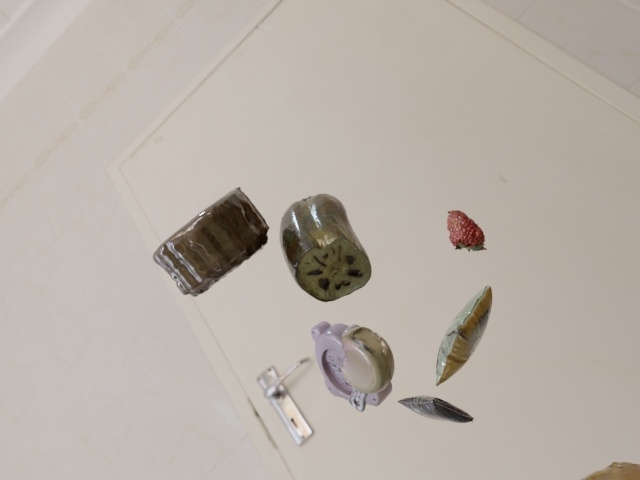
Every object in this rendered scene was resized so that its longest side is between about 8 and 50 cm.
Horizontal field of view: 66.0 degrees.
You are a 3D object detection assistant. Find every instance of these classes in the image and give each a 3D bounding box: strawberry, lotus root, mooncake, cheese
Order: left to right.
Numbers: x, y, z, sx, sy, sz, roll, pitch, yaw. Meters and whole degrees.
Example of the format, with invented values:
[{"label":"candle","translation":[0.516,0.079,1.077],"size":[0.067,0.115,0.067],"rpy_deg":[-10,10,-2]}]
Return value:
[{"label":"mooncake","translation":[-0.302,0.007,1.416],"size":[0.324,0.187,0.324],"rpy_deg":[-36,9,7]},{"label":"lotus root","translation":[0.000,0.000,1.480],"size":[0.250,0.346,0.251],"rpy_deg":[-7,-51,-9]},{"label":"cheese","translation":[0.114,0.367,1.350],"size":[0.082,0.163,0.287],"rpy_deg":[-27,-41,-39]},{"label":"strawberry","translation":[0.657,-0.056,2.203],"size":[0.174,0.228,0.098],"rpy_deg":[15,-43,-16]}]

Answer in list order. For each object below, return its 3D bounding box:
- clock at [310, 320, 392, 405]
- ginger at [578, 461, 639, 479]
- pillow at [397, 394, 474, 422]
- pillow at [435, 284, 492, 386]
[{"label":"clock","translation":[0.104,0.464,1.883],"size":[0.113,0.295,0.322],"rpy_deg":[-32,-72,-39]},{"label":"ginger","translation":[0.654,0.597,1.058],"size":[0.222,0.200,0.270],"rpy_deg":[-9,-49,-6]},{"label":"pillow","translation":[0.320,0.475,1.391],"size":[0.208,0.141,0.055],"rpy_deg":[134,155,-68]},{"label":"pillow","translation":[0.529,0.351,1.820],"size":[0.310,0.119,0.313],"rpy_deg":[-41,-31,-43]}]
